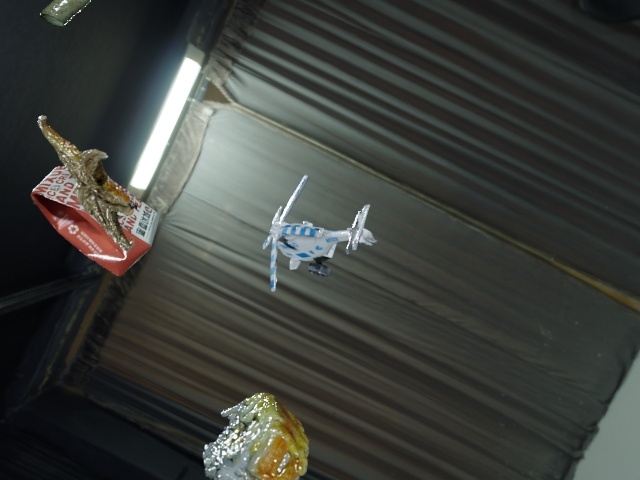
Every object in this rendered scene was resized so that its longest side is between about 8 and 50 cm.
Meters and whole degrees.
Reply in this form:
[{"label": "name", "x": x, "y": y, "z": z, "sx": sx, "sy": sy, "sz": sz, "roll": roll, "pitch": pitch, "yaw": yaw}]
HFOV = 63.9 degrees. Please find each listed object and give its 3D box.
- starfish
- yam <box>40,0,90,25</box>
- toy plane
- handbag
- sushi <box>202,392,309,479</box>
[{"label": "starfish", "x": -0.350, "y": -0.087, "z": 0.795, "sx": 0.227, "sy": 0.240, "sz": 0.043, "roll": -7, "pitch": 33, "yaw": 48}, {"label": "yam", "x": -0.477, "y": -0.440, "z": 0.965, "sx": 0.094, "sy": 0.043, "sz": 0.043, "roll": -55, "pitch": -3, "yaw": -16}, {"label": "toy plane", "x": 0.004, "y": -0.010, "z": 0.761, "sx": 0.273, "sy": 0.107, "sz": 0.181, "roll": -27, "pitch": 45, "yaw": 47}, {"label": "handbag", "x": -0.579, "y": -0.067, "z": 1.324, "sx": 0.151, "sy": 0.298, "sz": 0.171, "roll": -38, "pitch": 31, "yaw": 19}, {"label": "sushi", "x": -0.126, "y": 0.410, "z": 1.022, "sx": 0.184, "sy": 0.139, "sz": 0.274, "roll": -41, "pitch": 7, "yaw": -7}]
